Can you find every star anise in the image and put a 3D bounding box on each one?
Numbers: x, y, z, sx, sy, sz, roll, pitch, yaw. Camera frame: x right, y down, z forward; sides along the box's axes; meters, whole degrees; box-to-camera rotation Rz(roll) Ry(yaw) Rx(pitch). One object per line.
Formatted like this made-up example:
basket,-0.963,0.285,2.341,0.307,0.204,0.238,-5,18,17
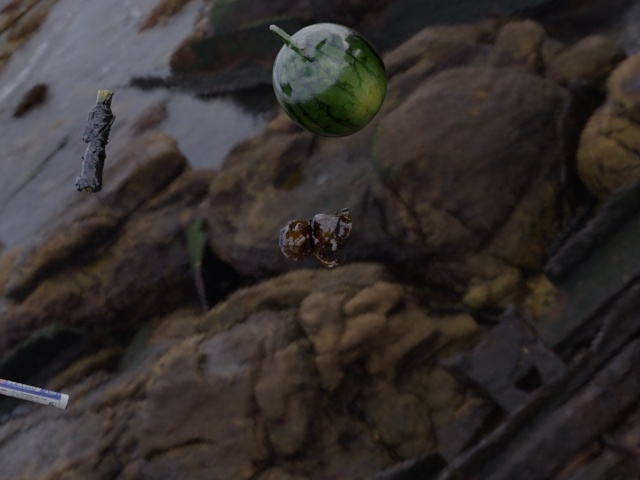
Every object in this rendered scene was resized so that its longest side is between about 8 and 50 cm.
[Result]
star anise,0.000,0.000,1.326,0.097,0.070,0.191,-12,-2,-3

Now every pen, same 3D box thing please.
pen,-0.510,0.240,1.817,0.025,0.204,0.025,-51,29,43

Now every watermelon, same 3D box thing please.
watermelon,0.000,-0.216,1.404,0.140,0.187,0.141,-31,34,24

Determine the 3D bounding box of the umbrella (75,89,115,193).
umbrella,-0.299,-0.132,1.485,0.040,0.037,0.144,-4,70,30
